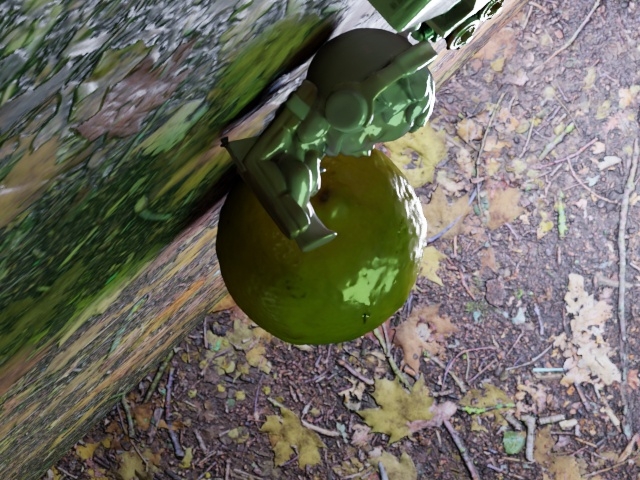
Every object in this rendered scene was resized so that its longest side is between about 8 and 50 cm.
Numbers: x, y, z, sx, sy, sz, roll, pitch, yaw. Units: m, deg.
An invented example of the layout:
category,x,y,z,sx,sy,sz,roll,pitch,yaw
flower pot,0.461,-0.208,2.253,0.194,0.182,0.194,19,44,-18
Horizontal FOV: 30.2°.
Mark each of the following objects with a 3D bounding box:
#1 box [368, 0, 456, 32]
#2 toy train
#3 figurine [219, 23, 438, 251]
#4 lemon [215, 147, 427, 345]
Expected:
category,x,y,z,sx,sy,sz,roll,pitch,yaw
box,0.147,-0.285,0.943,0.259,0.071,0.168,-45,177,25
toy train,0.175,-0.292,1.291,0.194,0.081,0.125,-40,166,-16
figurine,0.027,-0.111,1.123,0.237,0.141,0.162,-43,-178,-9
lemon,0.000,-0.001,1.398,0.260,0.260,0.284,-42,178,-35
